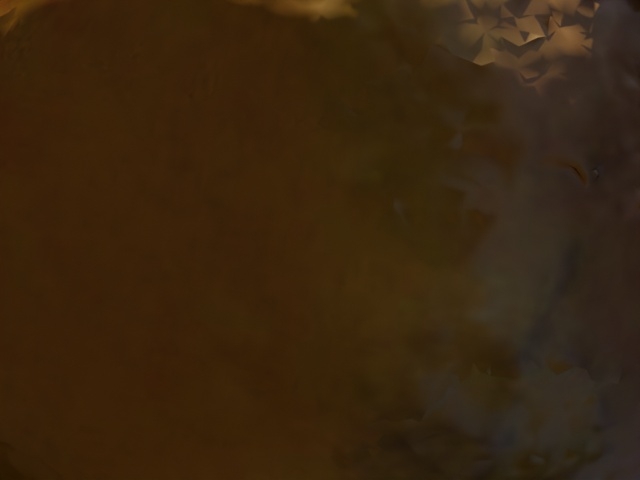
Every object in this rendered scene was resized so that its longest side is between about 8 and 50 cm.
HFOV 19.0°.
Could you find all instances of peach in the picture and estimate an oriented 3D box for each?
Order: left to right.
[{"bbox_3d":[0.000,-0.002,0.721,0.372,0.373,0.289,84,8,-52],"label":"peach"}]
